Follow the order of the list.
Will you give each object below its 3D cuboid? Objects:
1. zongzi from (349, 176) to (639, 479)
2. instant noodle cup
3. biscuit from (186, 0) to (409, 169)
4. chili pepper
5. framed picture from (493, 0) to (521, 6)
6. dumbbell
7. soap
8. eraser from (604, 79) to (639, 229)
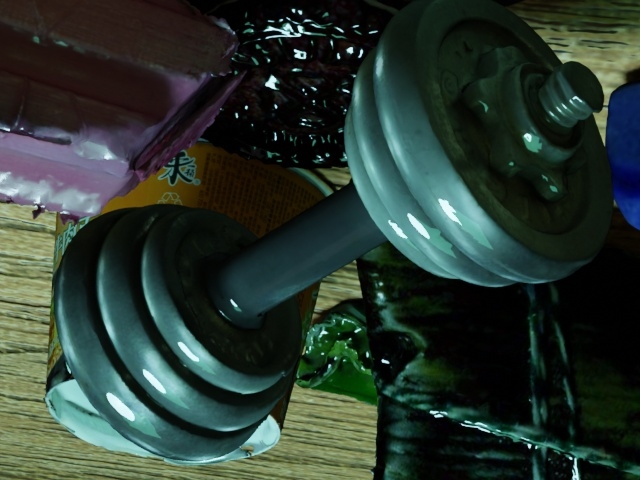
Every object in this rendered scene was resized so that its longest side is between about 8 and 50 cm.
[{"bbox_3d":[0.156,0.164,1.287,0.383,0.362,0.319,18,169,-24],"label":"zongzi"},{"bbox_3d":[-0.102,0.051,1.311,0.230,0.182,0.230,5,153,2],"label":"instant noodle cup"},{"bbox_3d":[-0.009,-0.104,1.124,0.194,0.053,0.194,3,151,2],"label":"biscuit"},{"bbox_3d":[0.065,0.120,1.535,0.108,0.062,0.216,-8,150,40],"label":"chili pepper"},{"bbox_3d":[0.135,-0.224,0.904,0.347,0.016,0.265,-15,146,35],"label":"framed picture"},{"bbox_3d":[0.000,0.000,1.058,0.179,0.179,0.406,29,136,-36],"label":"dumbbell"},{"bbox_3d":[-0.186,-0.120,1.005,0.289,0.182,0.112,15,154,-17],"label":"soap"},{"bbox_3d":[0.352,-0.060,1.075,0.332,0.102,0.155,-10,150,32],"label":"eraser"}]
